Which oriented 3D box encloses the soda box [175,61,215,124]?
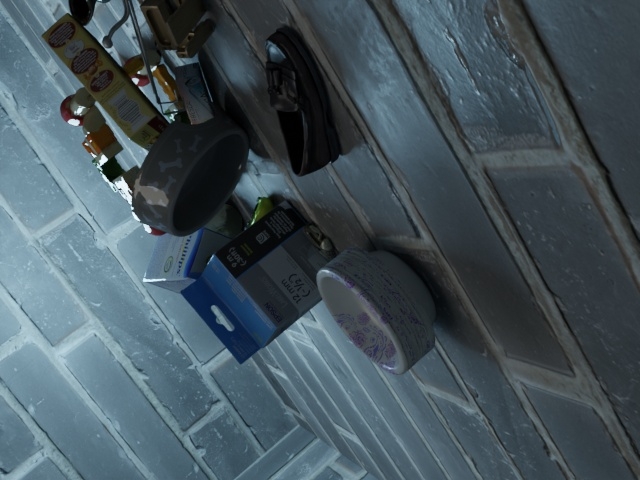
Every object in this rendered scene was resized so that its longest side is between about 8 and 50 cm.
[{"bbox_3d":[-0.305,-0.349,1.960,0.183,0.063,0.058,76,-177,-53],"label":"soda box"}]

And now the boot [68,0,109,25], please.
[{"bbox_3d":[-0.564,-0.605,1.952,0.189,0.076,0.208,80,180,-57],"label":"boot"}]

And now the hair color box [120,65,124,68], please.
[{"bbox_3d":[-0.606,-0.493,2.437,0.141,0.072,0.043,28,151,51],"label":"hair color box"}]

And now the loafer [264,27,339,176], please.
[{"bbox_3d":[-0.047,-0.247,1.492,0.109,0.095,0.302,34,155,44],"label":"loafer"}]

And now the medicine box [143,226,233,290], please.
[{"bbox_3d":[-0.301,0.084,2.204,0.264,0.149,0.289,24,162,-32],"label":"medicine box"}]

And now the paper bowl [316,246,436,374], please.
[{"bbox_3d":[0.134,0.135,1.700,0.284,0.148,0.284,46,162,20],"label":"paper bowl"}]

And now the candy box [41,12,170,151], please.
[{"bbox_3d":[-0.476,-0.352,1.811,0.316,0.088,0.183,49,180,7],"label":"candy box"}]

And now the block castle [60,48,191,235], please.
[{"bbox_3d":[-0.464,-0.262,2.166,0.453,0.303,0.213,55,156,-11],"label":"block castle"}]

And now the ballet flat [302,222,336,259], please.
[{"bbox_3d":[0.000,0.000,1.952,0.114,0.041,0.041,47,162,12],"label":"ballet flat"}]

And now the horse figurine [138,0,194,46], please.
[{"bbox_3d":[-0.377,-0.545,1.779,0.174,0.066,0.263,30,158,47],"label":"horse figurine"}]

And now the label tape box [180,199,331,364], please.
[{"bbox_3d":[-0.141,0.102,1.985,0.249,0.348,0.115,49,161,10],"label":"label tape box"}]

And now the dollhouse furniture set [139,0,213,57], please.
[{"bbox_3d":[-0.326,-0.438,1.679,0.151,0.123,0.144,8,142,26],"label":"dollhouse furniture set"}]

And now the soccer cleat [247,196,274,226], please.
[{"bbox_3d":[-0.135,-0.028,2.193,0.121,0.093,0.289,18,151,6],"label":"soccer cleat"}]

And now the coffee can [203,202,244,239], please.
[{"bbox_3d":[-0.398,-0.067,2.532,0.275,0.202,0.201,32,154,47],"label":"coffee can"}]

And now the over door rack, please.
[{"bbox_3d":[-0.437,-0.440,1.847,0.324,0.108,0.239,65,174,-21],"label":"over door rack"}]

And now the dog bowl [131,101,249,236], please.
[{"bbox_3d":[-0.302,-0.161,1.924,0.102,0.348,0.348,34,158,13],"label":"dog bowl"}]
